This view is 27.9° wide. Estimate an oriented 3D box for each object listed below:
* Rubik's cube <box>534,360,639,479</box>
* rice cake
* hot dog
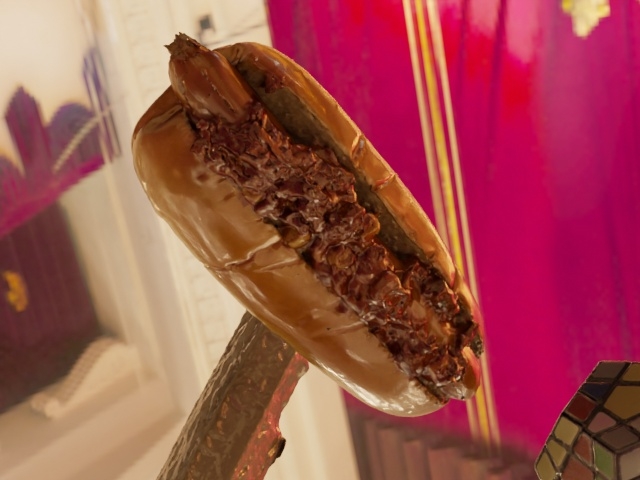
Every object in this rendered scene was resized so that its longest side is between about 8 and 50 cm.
[{"bbox_3d":[0.167,0.114,0.663,0.111,0.111,0.093,1,-116,23],"label":"Rubik's cube"},{"bbox_3d":[-0.043,0.100,0.787,0.052,0.057,0.256,-3,-132,39],"label":"rice cake"},{"bbox_3d":[0.000,0.000,0.635,0.102,0.249,0.076,-42,-155,-3],"label":"hot dog"}]
